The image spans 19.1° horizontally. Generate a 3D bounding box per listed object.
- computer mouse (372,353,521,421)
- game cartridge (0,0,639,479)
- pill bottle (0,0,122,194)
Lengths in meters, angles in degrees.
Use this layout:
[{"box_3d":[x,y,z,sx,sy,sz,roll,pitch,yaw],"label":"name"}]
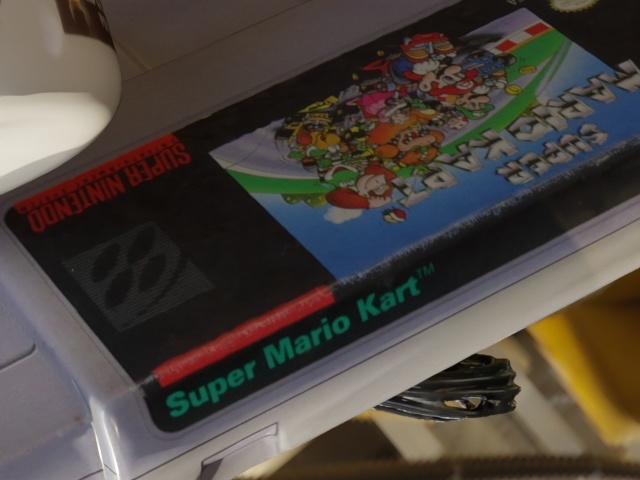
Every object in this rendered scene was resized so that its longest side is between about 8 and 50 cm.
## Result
[{"box_3d":[0.000,0.000,1.030,0.188,0.272,0.072,10,132,-11],"label":"computer mouse"},{"box_3d":[-0.009,-0.041,0.633,0.355,0.230,0.068,-26,128,-19],"label":"game cartridge"},{"box_3d":[-0.137,-0.116,0.515,0.117,0.215,0.117,-18,172,-3],"label":"pill bottle"}]
